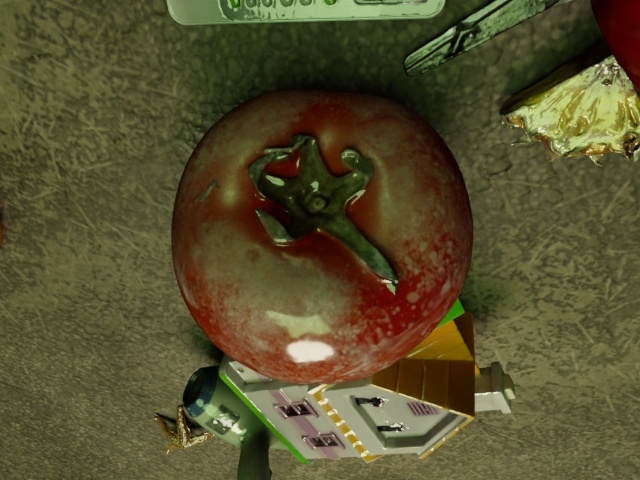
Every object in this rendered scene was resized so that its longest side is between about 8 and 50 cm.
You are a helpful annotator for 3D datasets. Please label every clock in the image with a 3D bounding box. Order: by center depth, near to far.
[{"bbox_3d":[0.073,0.163,0.609,0.309,0.166,0.235,-16,122,28],"label":"clock"}]

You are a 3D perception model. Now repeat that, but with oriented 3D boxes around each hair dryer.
[{"bbox_3d":[-0.048,0.329,0.709,0.119,0.298,0.296,-46,140,19],"label":"hair dryer"}]

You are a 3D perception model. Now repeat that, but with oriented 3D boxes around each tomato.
[{"bbox_3d":[0.000,0.000,0.446,0.270,0.270,0.227,7,162,4],"label":"tomato"}]

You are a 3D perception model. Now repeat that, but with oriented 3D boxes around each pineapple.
[{"bbox_3d":[0.239,-0.124,0.428,0.137,0.069,0.116,8,128,5],"label":"pineapple"}]

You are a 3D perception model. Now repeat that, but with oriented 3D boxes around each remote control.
[{"bbox_3d":[-0.017,-0.243,0.403,0.250,0.034,0.103,3,126,7],"label":"remote control"}]

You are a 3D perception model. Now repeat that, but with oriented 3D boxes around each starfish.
[{"bbox_3d":[-0.247,0.366,0.881,0.130,0.041,0.133,-2,126,9],"label":"starfish"}]

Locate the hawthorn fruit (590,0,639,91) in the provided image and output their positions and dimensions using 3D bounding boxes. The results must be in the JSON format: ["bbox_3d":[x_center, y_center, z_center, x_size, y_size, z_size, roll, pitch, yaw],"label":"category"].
[{"bbox_3d":[0.264,-0.189,0.249,0.330,0.287,0.287,10,137,47],"label":"hawthorn fruit"}]

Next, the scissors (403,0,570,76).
[{"bbox_3d":[0.213,-0.221,0.388,0.317,0.024,0.160,-25,119,25],"label":"scissors"}]

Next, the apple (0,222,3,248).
[{"bbox_3d":[-0.605,-0.062,0.580,0.364,0.295,0.329,2,164,9],"label":"apple"}]
